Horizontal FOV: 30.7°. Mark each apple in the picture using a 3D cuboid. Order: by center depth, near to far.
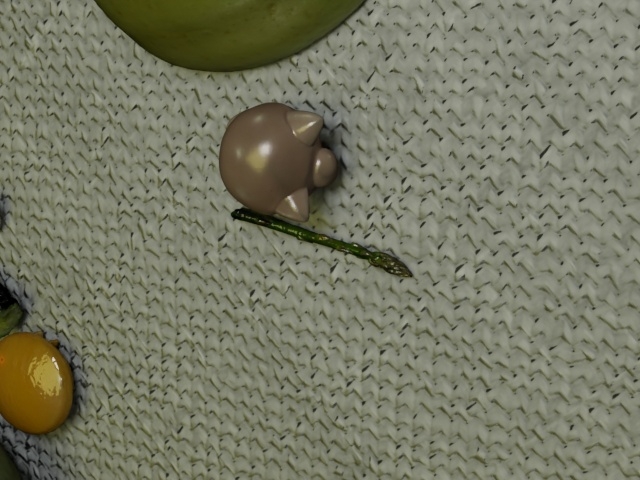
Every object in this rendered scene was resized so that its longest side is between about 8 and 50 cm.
[{"bbox_3d":[-0.106,-0.380,1.257,0.360,0.311,0.320,-9,141,33],"label":"apple"}]

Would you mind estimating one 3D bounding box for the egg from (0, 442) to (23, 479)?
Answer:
[{"bbox_3d":[-0.588,0.373,1.559,0.428,0.345,0.345,17,109,30],"label":"egg"}]

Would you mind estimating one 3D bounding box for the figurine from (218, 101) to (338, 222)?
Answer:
[{"bbox_3d":[-0.050,-0.089,1.277,0.138,0.125,0.125,16,110,42],"label":"figurine"}]

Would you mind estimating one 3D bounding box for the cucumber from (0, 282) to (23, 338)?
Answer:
[{"bbox_3d":[-0.524,0.018,1.599,0.303,0.072,0.081,43,161,22],"label":"cucumber"}]

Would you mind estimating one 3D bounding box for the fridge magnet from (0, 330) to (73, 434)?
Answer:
[{"bbox_3d":[-0.387,0.191,1.563,0.143,0.063,0.143,6,103,28],"label":"fridge magnet"}]

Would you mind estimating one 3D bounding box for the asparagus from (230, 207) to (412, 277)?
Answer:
[{"bbox_3d":[0.000,0.000,1.316,0.233,0.022,0.023,20,155,25],"label":"asparagus"}]
